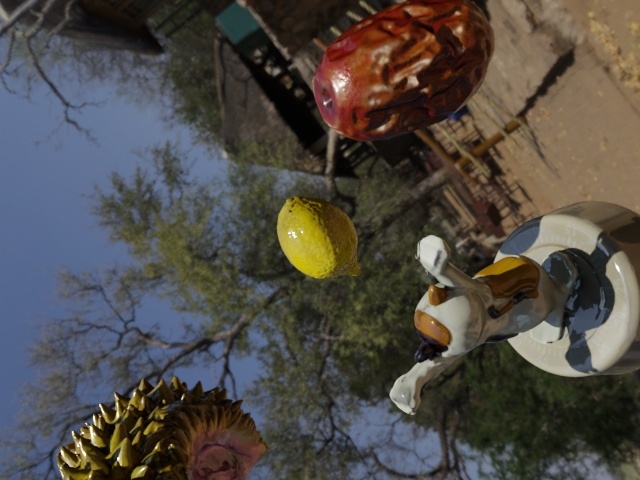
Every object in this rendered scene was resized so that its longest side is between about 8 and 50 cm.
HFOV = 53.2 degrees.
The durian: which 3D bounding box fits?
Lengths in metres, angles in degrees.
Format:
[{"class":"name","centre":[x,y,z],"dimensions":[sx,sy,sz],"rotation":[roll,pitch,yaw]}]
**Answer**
[{"class":"durian","centre":[-0.168,0.206,0.683],"dimensions":[0.191,0.112,0.341],"rotation":[19,176,11]}]

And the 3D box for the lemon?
[{"class":"lemon","centre":[0.000,0.000,0.550],"dimensions":[0.092,0.065,0.065],"rotation":[45,-169,-17]}]

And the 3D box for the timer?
[{"class":"timer","centre":[0.176,0.056,0.568],"dimensions":[0.266,0.175,0.175],"rotation":[-5,-129,-37]}]

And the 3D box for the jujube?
[{"class":"jujube","centre":[0.115,-0.230,0.863],"dimensions":[0.174,0.251,0.174],"rotation":[55,164,25]}]
